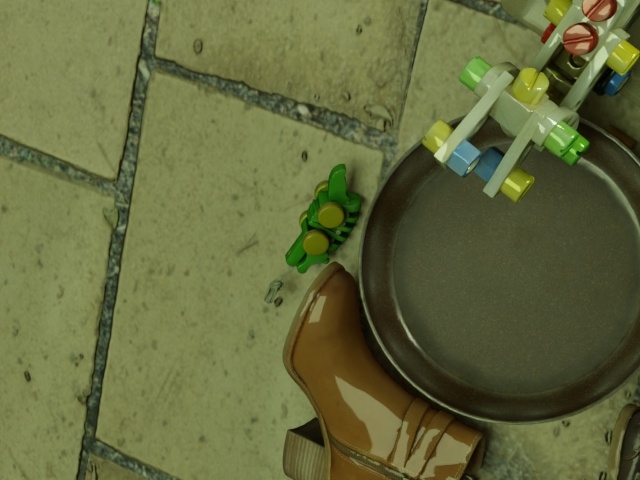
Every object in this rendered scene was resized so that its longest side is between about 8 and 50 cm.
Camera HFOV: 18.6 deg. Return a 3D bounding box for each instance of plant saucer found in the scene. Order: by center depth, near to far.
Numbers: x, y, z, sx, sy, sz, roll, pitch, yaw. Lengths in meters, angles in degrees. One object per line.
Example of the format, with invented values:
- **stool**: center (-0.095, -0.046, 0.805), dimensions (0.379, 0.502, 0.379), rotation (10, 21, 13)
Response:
- **plant saucer**: center (0.193, 0.025, 1.907), dimensions (0.310, 0.050, 0.311), rotation (-1, 86, 9)

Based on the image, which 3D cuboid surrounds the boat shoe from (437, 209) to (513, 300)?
- **boat shoe**: center (0.171, 0.052, 1.979), dimensions (0.089, 0.104, 0.285), rotation (-39, 77, -6)

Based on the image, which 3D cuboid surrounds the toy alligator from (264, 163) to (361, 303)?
- **toy alligator**: center (0.000, 0.000, 2.125), dimensions (0.051, 0.056, 0.190), rotation (20, 118, -17)

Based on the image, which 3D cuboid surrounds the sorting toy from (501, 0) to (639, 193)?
- **sorting toy**: center (0.294, -0.214, 1.900), dimensions (0.229, 0.041, 0.307), rotation (36, 118, 15)

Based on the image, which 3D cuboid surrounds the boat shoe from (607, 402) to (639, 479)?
- **boat shoe**: center (0.322, 0.270, 1.966), dimensions (0.073, 0.073, 0.207), rotation (17, 110, 30)

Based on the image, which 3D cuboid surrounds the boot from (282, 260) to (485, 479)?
- **boot**: center (0.070, 0.177, 2.081), dimensions (0.220, 0.109, 0.283), rotation (19, 112, 29)

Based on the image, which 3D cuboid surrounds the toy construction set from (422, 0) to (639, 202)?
- **toy construction set**: center (0.248, -0.184, 1.777), dimensions (0.327, 0.215, 0.151), rotation (-41, 82, 27)
